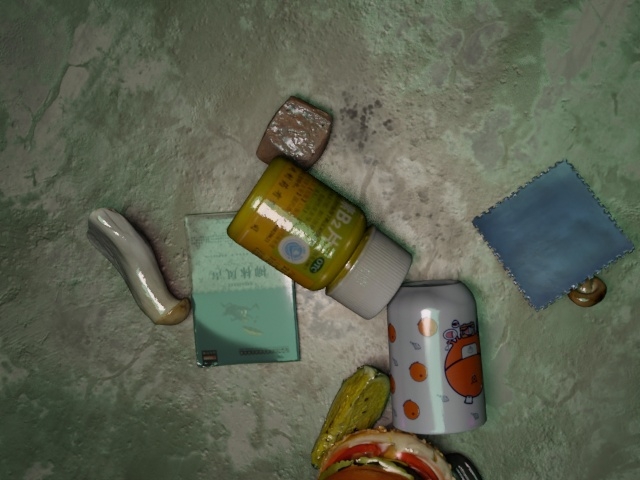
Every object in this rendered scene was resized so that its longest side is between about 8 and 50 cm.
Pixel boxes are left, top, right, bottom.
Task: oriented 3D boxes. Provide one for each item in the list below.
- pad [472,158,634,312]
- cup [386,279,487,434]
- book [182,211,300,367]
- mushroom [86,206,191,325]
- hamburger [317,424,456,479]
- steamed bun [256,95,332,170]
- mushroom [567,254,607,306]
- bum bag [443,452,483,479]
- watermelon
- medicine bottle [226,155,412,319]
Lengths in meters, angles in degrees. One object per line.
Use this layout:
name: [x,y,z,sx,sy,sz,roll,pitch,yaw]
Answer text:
pad: [0.525,-0.013,1.814,0.269,0.012,0.269,-33,73,9]
cup: [0.256,0.254,1.802,0.212,0.212,0.317,-5,92,8]
book: [-0.190,0.116,1.938,0.264,0.031,0.379,-5,93,7]
mushroom: [-0.438,0.070,1.906,0.122,0.159,0.329,-34,93,6]
hamburger: [0.136,0.589,1.776,0.330,0.250,0.330,9,118,17]
steamed bun: [-0.058,-0.240,1.861,0.145,0.106,0.175,30,95,4]
mushroom: [0.607,0.090,1.816,0.088,0.073,0.130,4,79,20]
bum bag: [0.352,0.652,1.881,0.142,0.080,0.326,-30,88,5]
watermelon: [0.077,0.404,1.871,0.123,0.129,0.301,32,112,8]
medicine bottle: [0.000,0.000,1.797,0.384,0.224,0.224,35,97,-7]
